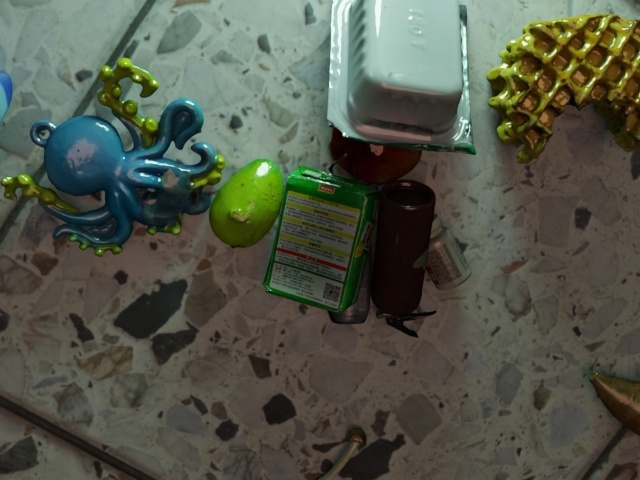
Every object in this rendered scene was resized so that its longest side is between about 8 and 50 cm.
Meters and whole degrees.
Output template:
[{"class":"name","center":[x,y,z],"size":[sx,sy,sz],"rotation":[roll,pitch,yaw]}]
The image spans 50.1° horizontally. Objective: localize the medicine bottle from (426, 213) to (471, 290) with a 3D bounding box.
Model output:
[{"class":"medicine bottle","center":[0.235,0.022,1.352],"size":[0.079,0.079,0.140],"rotation":[-30,104,-1]}]

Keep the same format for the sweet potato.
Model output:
[{"class":"sweet potato","center":[0.719,0.367,1.468],"size":[0.336,0.131,0.131],"rotation":[33,95,-14]}]

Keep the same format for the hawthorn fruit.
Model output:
[{"class":"hawthorn fruit","center":[0.087,-0.170,1.244],"size":[0.194,0.157,0.157],"rotation":[-30,105,-31]}]

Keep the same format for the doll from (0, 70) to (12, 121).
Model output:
[{"class":"doll","center":[-0.662,-0.215,1.123],"size":[0.365,0.187,0.376],"rotation":[-40,122,9]}]

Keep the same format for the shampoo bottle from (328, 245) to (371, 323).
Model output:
[{"class":"shampoo bottle","center":[0.057,0.047,1.347],"size":[0.086,0.049,0.234],"rotation":[-1,101,-7]}]

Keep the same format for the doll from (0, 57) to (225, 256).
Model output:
[{"class":"doll","center":[-0.355,-0.135,1.242],"size":[0.341,0.099,0.346],"rotation":[28,101,-25]}]

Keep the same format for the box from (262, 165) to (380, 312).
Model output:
[{"class":"box","center":[0.000,0.000,1.273],"size":[0.180,0.103,0.250],"rotation":[17,104,16]}]

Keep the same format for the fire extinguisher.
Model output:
[{"class":"fire extinguisher","center":[0.167,0.056,1.306],"size":[0.137,0.102,0.344],"rotation":[-3,125,-6]}]

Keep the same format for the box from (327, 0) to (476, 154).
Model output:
[{"class":"box","center":[0.153,-0.326,1.181],"size":[0.263,0.106,0.337],"rotation":[6,68,-10]}]

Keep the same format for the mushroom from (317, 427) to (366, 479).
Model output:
[{"class":"mushroom","center":[-0.023,0.501,1.433],"size":[0.306,0.043,0.068],"rotation":[-38,86,2]}]

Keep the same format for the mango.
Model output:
[{"class":"mango","center":[-0.134,-0.071,1.273],"size":[0.119,0.100,0.179],"rotation":[30,88,-10]}]

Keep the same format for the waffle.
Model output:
[{"class":"waffle","center":[0.488,-0.290,1.296],"size":[0.323,0.151,0.261],"rotation":[-7,105,-8]}]
